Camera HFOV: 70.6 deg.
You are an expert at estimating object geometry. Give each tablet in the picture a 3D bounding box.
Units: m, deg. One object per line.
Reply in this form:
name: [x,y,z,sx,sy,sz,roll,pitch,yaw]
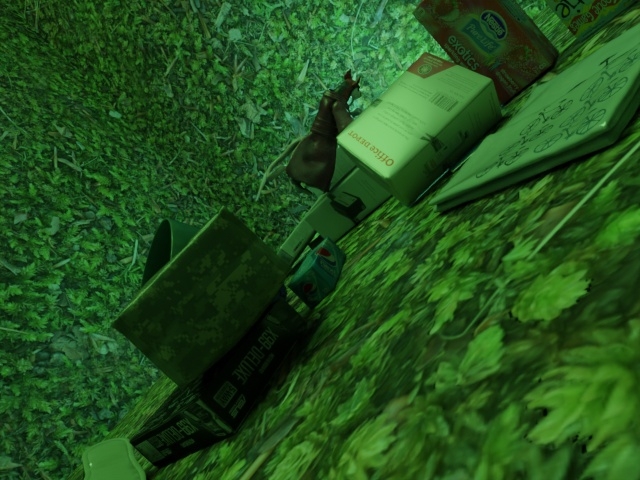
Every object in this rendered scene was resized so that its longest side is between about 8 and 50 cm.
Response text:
tablet: [0.290,-0.166,0.894,0.083,0.006,0.054,-44,6,15]

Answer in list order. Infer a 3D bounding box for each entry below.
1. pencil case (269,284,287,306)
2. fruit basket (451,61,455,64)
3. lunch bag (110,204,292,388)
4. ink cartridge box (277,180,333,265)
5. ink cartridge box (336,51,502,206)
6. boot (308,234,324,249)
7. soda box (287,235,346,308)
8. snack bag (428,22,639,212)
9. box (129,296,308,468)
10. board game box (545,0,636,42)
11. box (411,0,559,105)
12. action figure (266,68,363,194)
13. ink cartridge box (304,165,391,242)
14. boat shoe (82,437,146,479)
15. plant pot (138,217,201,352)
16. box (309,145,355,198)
pencil case: [-0.197,0.176,1.292,0.133,0.119,0.306,2,-21,-28]
fruit basket: [0.460,-0.537,1.659,0.327,0.165,0.353,-39,4,47]
lunch bag: [-0.177,0.092,0.771,0.235,0.169,0.287,-48,-2,-9]
ink cartridge box: [-0.057,-0.025,1.694,0.330,0.071,0.324,-52,-2,-22]
ink cartridge box: [0.206,-0.243,0.978,0.283,0.117,0.207,-44,49,2]
boot: [0.000,0.000,1.604,0.087,0.042,0.118,-42,6,1]
soda box: [-0.002,0.063,0.983,0.071,0.067,0.210,-43,6,19]
snack bag: [0.328,-0.187,0.614,0.342,0.037,0.323,-46,5,-18]
box: [-0.184,0.256,0.811,0.307,0.076,0.242,-39,7,39]
board game box: [0.510,-0.570,0.900,0.144,0.275,0.142,-48,6,-30]
box: [0.379,-0.476,1.033,0.154,0.300,0.142,-38,7,43]
action figure: [0.011,-0.328,1.339,0.248,0.276,0.369,-115,42,-65]
ink cartridge box: [0.120,-0.155,1.413,0.307,0.129,0.223,-40,8,35]
boat shoe: [-0.340,0.424,0.728,0.116,0.098,0.319,-6,2,-24]
plant pot: [-0.263,0.113,1.031,0.293,0.235,0.292,-29,55,53]
box: [0.124,-0.251,1.679,0.168,0.215,0.345,-47,6,-28]
